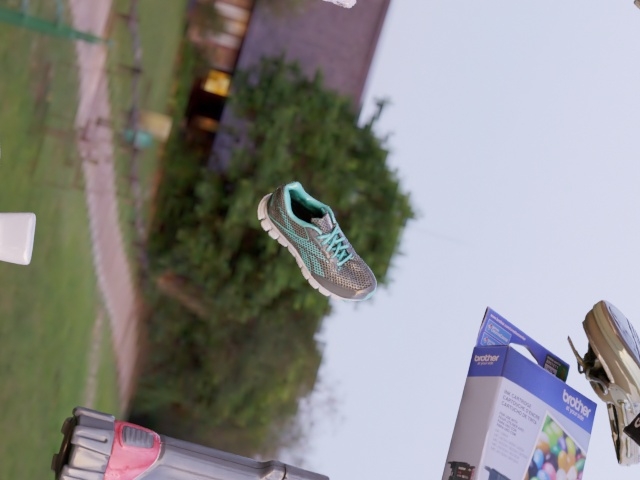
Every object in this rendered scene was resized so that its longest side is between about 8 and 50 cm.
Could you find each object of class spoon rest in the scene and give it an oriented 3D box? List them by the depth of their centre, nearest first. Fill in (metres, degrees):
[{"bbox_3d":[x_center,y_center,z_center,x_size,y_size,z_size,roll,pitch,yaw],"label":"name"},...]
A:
[{"bbox_3d":[-0.327,-0.051,1.405,0.276,0.084,0.137,86,6,-67],"label":"spoon rest"}]

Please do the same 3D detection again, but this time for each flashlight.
[{"bbox_3d":[-0.151,0.276,1.759,0.103,0.304,0.103,173,-66,-71],"label":"flashlight"}]

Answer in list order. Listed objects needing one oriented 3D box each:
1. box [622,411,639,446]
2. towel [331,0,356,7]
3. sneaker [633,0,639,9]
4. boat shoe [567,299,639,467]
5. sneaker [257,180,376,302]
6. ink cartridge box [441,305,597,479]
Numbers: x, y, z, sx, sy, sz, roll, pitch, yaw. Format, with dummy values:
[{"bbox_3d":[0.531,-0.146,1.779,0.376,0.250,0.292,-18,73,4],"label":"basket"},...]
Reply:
[{"bbox_3d":[0.507,0.167,1.556,0.293,0.295,0.073,-52,-161,5],"label":"box"},{"bbox_3d":[-0.054,-0.447,1.689,0.053,0.317,0.331,30,-71,55],"label":"towel"},{"bbox_3d":[0.353,-0.235,1.480,0.103,0.252,0.111,-41,145,-33],"label":"sneaker"},{"bbox_3d":[0.362,0.185,1.850,0.104,0.089,0.285,-95,159,-49],"label":"boat shoe"},{"bbox_3d":[0.000,0.000,1.718,0.065,0.166,0.076,-45,174,-31],"label":"sneaker"},{"bbox_3d":[0.224,0.249,1.740,0.065,0.186,0.311,-9,-123,43],"label":"ink cartridge box"}]
